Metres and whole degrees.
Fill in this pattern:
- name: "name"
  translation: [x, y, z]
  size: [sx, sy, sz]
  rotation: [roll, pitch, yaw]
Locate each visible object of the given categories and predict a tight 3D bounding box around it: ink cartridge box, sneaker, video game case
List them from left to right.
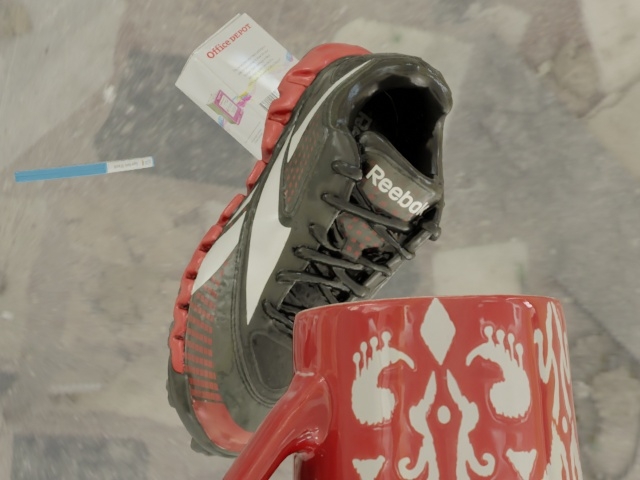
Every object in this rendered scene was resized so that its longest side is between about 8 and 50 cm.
- name: "video game case"
  translation: [-0.289, -0.088, 1.889]
  size: [0.119, 0.166, 0.015]
  rotation: [-5, 95, 14]
- name: "ink cartridge box"
  translation: [-0.061, -0.142, 1.434]
  size: [0.122, 0.052, 0.088]
  rotation: [43, 48, 2]
- name: "sneaker"
  translation: [0.000, 0.000, 0.896]
  size: [0.097, 0.135, 0.276]
  rotation: [34, 70, -29]

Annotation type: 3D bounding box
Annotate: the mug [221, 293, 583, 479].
- name: "mug"
  translation: [0.030, 0.104, 0.491]
  size: [0.150, 0.113, 0.169]
  rotation: [8, 78, -53]
